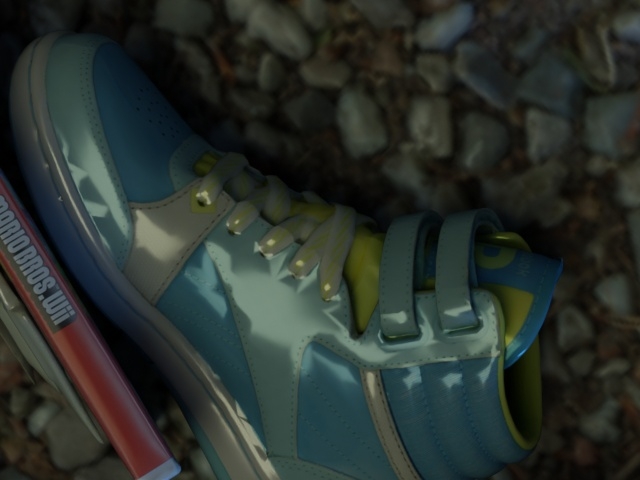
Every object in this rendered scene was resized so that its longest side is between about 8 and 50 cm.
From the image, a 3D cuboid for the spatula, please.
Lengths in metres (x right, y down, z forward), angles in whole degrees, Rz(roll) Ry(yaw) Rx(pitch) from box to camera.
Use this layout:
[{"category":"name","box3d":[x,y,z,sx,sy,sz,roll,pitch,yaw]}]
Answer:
[{"category":"spatula","box3d":[-0.196,-0.010,0.971,0.019,0.168,0.242,-33,112,-10]}]

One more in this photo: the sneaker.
[{"category":"sneaker","box3d":[0.000,0.000,0.928,0.208,0.127,0.319,-26,106,28]}]

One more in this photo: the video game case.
[{"category":"video game case","box3d":[-0.161,-0.008,0.952,0.025,0.204,0.285,-32,95,-7]}]
